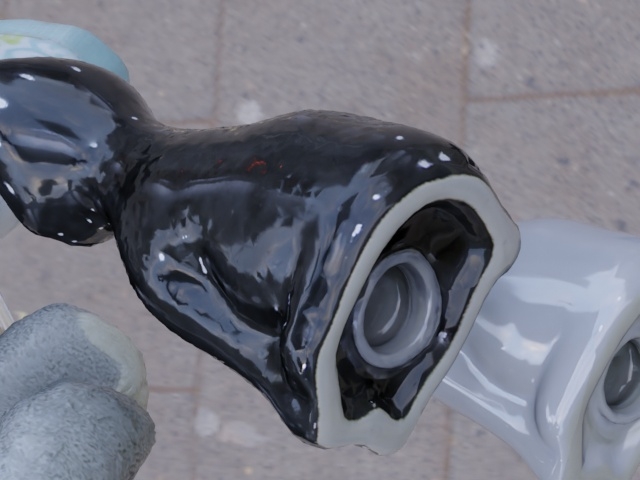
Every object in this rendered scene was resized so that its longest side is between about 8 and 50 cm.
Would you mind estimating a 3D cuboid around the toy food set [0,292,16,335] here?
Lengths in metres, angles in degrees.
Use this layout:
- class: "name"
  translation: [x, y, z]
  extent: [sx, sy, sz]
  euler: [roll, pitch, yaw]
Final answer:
- class: "toy food set"
  translation: [-0.329, 0.095, 1.086]
  extent: [0.306, 0.092, 0.220]
  euler: [-32, 74, 3]

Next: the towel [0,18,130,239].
- class: "towel"
  translation: [-0.303, 0.024, 0.803]
  extent: [0.374, 0.320, 0.090]
  euler: [-13, 114, 29]

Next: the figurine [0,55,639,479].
- class: "figurine"
  translation: [0.000, 0.000, 0.608]
  extent: [0.209, 0.215, 0.092]
  euler: [26, 94, 41]

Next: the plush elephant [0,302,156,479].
- class: "plush elephant"
  translation: [-0.080, 0.204, 0.589]
  extent: [0.255, 0.330, 0.272]
  euler: [29, 98, 4]
